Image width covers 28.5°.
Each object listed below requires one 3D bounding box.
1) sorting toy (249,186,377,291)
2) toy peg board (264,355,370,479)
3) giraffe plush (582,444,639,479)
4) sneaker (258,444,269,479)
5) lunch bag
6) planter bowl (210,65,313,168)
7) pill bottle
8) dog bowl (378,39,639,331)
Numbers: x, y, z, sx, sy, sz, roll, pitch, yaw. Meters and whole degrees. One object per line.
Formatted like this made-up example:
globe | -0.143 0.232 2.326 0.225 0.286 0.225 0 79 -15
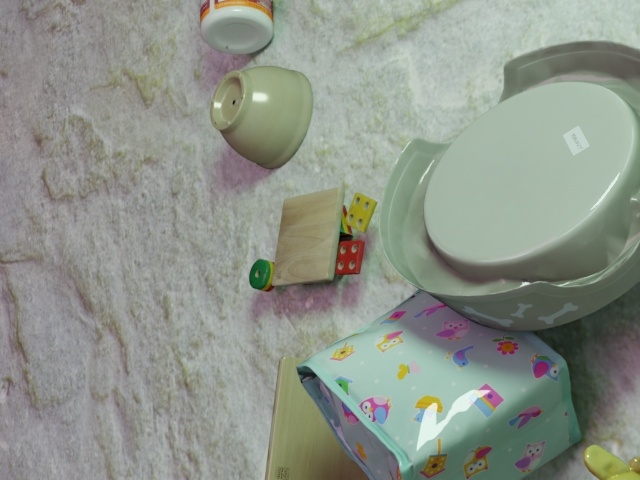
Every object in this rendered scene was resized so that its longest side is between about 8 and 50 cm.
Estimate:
sorting toy | 0.000 0.000 1.790 0.274 0.046 0.132 -10 68 52
toy peg board | 0.004 0.243 1.602 0.079 0.160 0.161 153 126 -65
giraffe plush | 0.270 0.291 1.187 0.210 0.181 0.170 -8 46 40
sneaker | -0.035 0.374 1.656 0.094 0.090 0.235 -12 68 41
lunch bag | 0.121 0.166 1.392 0.223 0.160 0.262 -30 38 -14
planter bowl | -0.103 -0.204 1.961 0.162 0.109 0.162 -26 55 46
pill bottle | -0.140 -0.431 2.094 0.121 0.121 0.221 -31 52 44
dog bowl | 0.235 -0.054 1.349 0.348 0.102 0.349 -25 40 23
